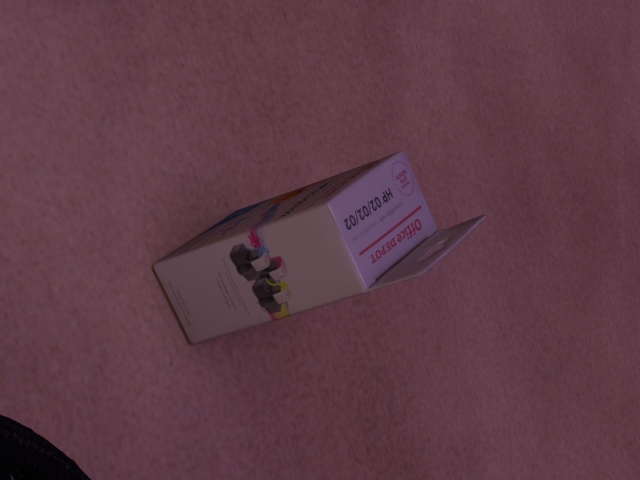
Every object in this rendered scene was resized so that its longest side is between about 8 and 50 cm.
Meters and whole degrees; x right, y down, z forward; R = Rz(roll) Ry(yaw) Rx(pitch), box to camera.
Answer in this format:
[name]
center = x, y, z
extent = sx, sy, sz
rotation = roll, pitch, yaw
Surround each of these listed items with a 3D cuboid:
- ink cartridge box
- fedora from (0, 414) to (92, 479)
[ink cartridge box]
center = 0.000, 0.000, 0.969
extent = 0.104, 0.181, 0.061
rotation = -38, 106, -54
[fedora]
center = -0.198, 0.227, 0.625
extent = 0.334, 0.152, 0.334
rotation = 32, 48, -45
